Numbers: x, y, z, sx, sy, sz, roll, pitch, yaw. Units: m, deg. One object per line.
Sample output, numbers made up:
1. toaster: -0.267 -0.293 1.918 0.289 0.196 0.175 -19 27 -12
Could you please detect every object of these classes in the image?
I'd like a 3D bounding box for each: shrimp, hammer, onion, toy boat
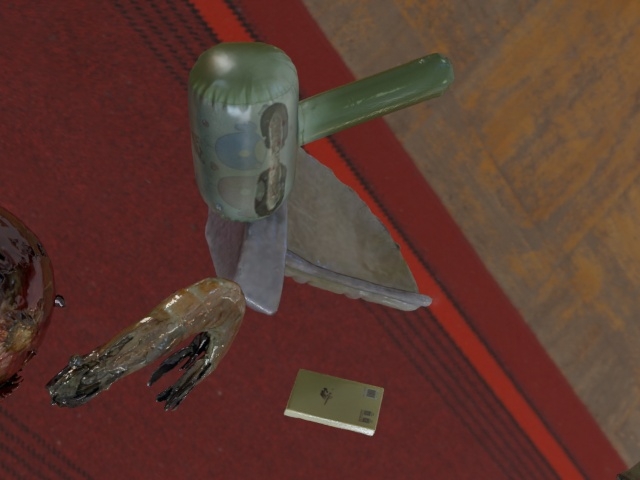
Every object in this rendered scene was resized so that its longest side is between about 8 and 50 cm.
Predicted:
1. shrimp: -0.162 0.116 0.865 0.219 0.046 0.152 -28 148 -35
2. hammer: 0.011 -0.154 1.023 0.335 0.119 0.206 -22 145 -22
3. onion: -0.459 0.077 1.099 0.276 0.276 0.276 -10 109 -29
4. toy boat: -0.026 -0.019 1.185 0.293 0.276 0.111 5 142 -40

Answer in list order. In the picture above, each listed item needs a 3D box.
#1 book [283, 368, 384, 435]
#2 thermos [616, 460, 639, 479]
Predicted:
1. book: 0.018 0.197 1.099 0.110 0.077 0.014 12 123 6
2. thermos: 0.262 0.104 0.501 0.187 0.073 0.083 -36 162 -5
